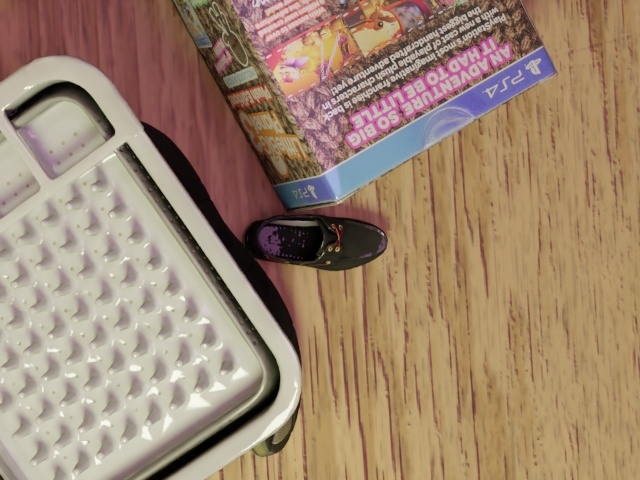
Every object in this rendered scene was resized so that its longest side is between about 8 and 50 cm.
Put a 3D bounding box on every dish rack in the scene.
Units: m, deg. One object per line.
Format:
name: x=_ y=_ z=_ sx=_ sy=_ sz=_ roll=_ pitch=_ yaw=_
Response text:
dish rack: x=-0.197 y=0.054 z=1.133 sx=0.286 sy=0.072 sz=0.332 roll=-35 pitch=90 yaw=12

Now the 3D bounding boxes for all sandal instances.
sandal: x=-0.108 y=0.042 z=1.219 sx=0.086 sy=0.120 sz=0.302 roll=-29 pitch=92 yaw=26

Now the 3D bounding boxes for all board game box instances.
board game box: x=0.018 y=-0.206 z=1.237 sx=0.232 sy=0.141 sz=0.291 roll=-30 pitch=98 yaw=-17

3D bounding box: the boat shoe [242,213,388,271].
boat shoe: x=0.000 y=0.002 z=1.279 sx=0.133 sy=0.042 sz=0.048 roll=2 pitch=86 yaw=-20
